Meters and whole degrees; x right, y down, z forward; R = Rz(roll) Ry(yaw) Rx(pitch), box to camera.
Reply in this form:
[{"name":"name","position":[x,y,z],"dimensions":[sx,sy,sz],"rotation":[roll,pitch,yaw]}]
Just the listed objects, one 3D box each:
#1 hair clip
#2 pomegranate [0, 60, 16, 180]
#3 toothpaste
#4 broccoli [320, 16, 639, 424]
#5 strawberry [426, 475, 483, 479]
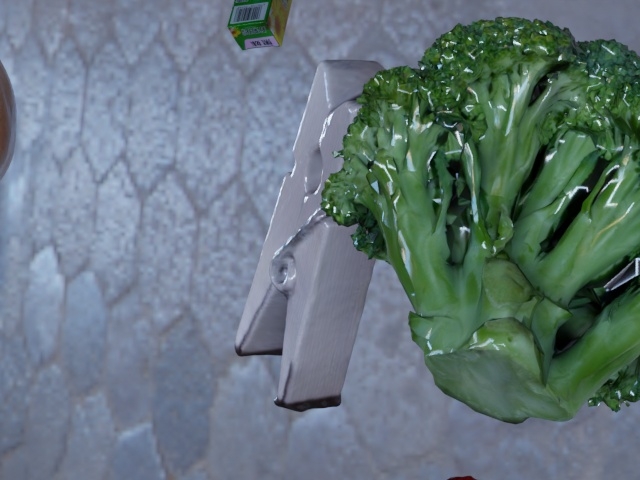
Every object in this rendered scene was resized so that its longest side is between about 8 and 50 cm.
[{"name":"hair clip","position":[0.004,-0.001,1.195],"dimensions":[0.101,0.085,0.331],"rotation":[57,139,47]},{"name":"pomegranate","position":[-0.472,-0.141,1.321],"dimensions":[0.338,0.338,0.338],"rotation":[-11,77,59]},{"name":"toothpaste","position":[-0.046,-0.261,1.268],"dimensions":[0.043,0.037,0.178],"rotation":[-5,55,24]},{"name":"broccoli","position":[0.126,-0.001,0.793],"dimensions":[0.261,0.269,0.242],"rotation":[-23,34,43]},{"name":"strawberry","position":[0.083,0.212,0.788],"dimensions":[0.236,0.190,0.111],"rotation":[80,180,-54]}]
